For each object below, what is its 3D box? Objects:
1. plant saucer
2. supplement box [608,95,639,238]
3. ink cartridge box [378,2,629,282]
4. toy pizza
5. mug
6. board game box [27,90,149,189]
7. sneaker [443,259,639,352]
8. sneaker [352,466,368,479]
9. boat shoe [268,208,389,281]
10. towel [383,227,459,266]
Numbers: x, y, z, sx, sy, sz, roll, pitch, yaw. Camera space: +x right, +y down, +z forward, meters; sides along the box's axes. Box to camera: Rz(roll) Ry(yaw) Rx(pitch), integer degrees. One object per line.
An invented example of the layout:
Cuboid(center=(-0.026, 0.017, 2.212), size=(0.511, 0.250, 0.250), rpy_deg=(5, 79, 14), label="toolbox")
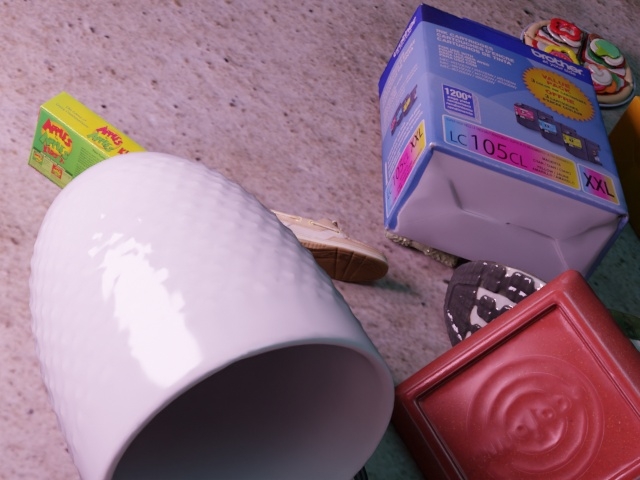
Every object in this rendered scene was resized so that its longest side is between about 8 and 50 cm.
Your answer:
Cuboid(center=(0.219, 0.189, 1.207), size=(0.259, 0.258, 0.048), rpy_deg=(58, 7, 28), label="plant saucer")
Cuboid(center=(0.528, -0.091, 1.675), size=(0.194, 0.129, 0.191), rpy_deg=(-1, 50, -26), label="supplement box")
Cuboid(center=(0.221, -0.144, 1.545), size=(0.270, 0.151, 0.395), rpy_deg=(19, 36, -14), label="ink cartridge box")
Cuboid(center=(0.409, -0.286, 1.873), size=(0.201, 0.032, 0.201), rpy_deg=(13, 45, -14), label="toy pizza")
Cuboid(center=(-0.094, 0.088, 1.138), size=(0.374, 0.276, 0.328), rpy_deg=(14, 31, -43), label="mug")
Cuboid(center=(-0.238, -0.076, 1.329), size=(0.181, 0.092, 0.043), rpy_deg=(35, 43, 9), label="board game box")
Cuboid(center=(0.328, 0.137, 1.339), size=(0.410, 0.158, 0.182), rpy_deg=(27, 19, 28), label="sneaker")
Cuboid(center=(0.019, 0.274, 1.131), size=(0.067, 0.078, 0.188), rpy_deg=(21, 43, -6), label="sneaker")
Cuboid(center=(0.000, 0.000, 1.391), size=(0.170, 0.063, 0.059), rpy_deg=(16, 51, -10), label="boat shoe")
Cuboid(center=(0.141, -0.033, 1.514), size=(0.110, 0.027, 0.148), rpy_deg=(25, 42, -3), label="towel")
